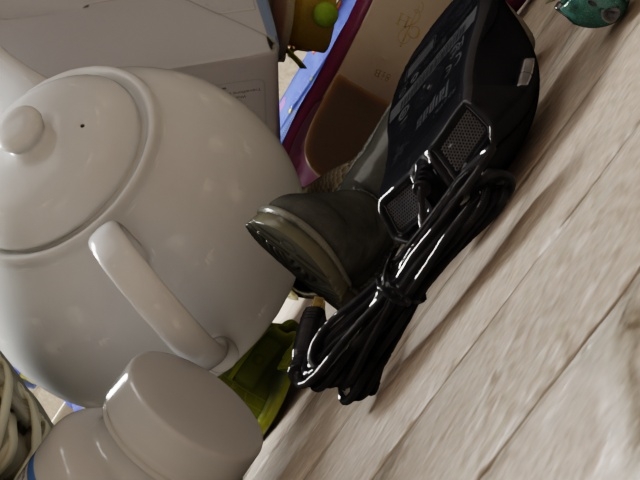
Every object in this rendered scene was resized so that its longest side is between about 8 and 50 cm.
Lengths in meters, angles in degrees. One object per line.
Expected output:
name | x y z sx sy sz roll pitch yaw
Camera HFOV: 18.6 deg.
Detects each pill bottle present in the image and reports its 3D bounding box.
pill bottle | -0.129 0.177 1.144 0.221 0.124 0.124 -53 5 20

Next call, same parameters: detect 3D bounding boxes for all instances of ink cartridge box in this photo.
ink cartridge box | -0.172 -0.061 1.588 0.395 0.270 0.151 89 170 -54

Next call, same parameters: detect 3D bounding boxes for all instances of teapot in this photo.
teapot | -0.143 -0.021 1.279 0.256 0.187 0.252 -5 56 30

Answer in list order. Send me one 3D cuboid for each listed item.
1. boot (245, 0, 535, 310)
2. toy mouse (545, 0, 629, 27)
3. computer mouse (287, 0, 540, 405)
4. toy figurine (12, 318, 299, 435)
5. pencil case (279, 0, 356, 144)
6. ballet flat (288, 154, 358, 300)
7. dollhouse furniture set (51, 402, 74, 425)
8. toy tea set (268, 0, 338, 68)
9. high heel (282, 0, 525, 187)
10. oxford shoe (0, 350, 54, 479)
boot | 0.050 -0.060 1.169 0.208 0.076 0.189 -51 -11 -2
toy mouse | 0.162 -0.154 1.006 0.143 0.031 0.161 -50 7 51
computer mouse | 0.057 -0.019 1.033 0.184 0.060 0.262 -53 14 27
toy figurine | -0.166 0.113 1.419 0.191 0.217 0.362 -57 4 -20
pencil case | 0.030 -0.140 1.768 0.306 0.119 0.133 -55 -23 21
ballet flat | 0.000 0.000 1.366 0.058 0.084 0.250 -50 7 -24
dollhouse furniture set | -0.218 0.151 1.704 0.301 0.151 0.197 -55 -20 9
toy tea set | 0.006 -0.243 1.628 0.336 0.124 0.200 -146 60 -78
high heel | 0.081 -0.173 1.513 0.377 0.127 0.181 -53 -3 -15
oxford shoe | -0.225 0.127 1.220 0.449 0.130 0.169 78 -154 -56
